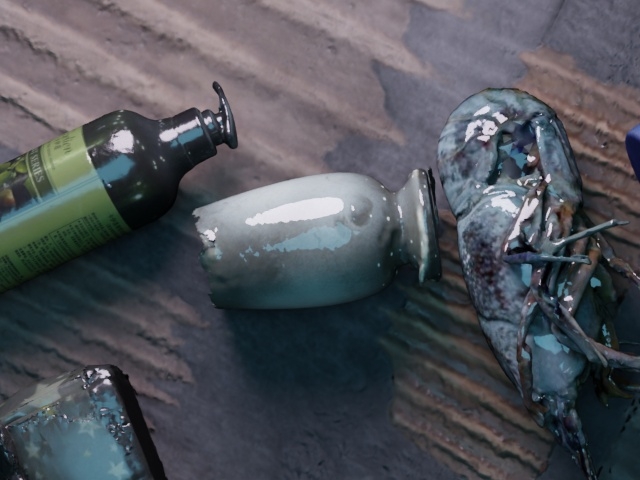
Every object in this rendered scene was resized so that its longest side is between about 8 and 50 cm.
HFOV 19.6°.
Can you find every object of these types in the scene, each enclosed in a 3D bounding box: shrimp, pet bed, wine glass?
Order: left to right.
[{"bbox_3d":[-0.204,0.221,1.519,0.159,0.183,0.211,-22,85,-2],"label":"pet bed"},{"bbox_3d":[0.000,0.000,1.547,0.204,0.111,0.111,-8,84,3],"label":"wine glass"},{"bbox_3d":[0.193,0.042,1.494,0.137,0.172,0.372,-24,76,-2],"label":"shrimp"}]

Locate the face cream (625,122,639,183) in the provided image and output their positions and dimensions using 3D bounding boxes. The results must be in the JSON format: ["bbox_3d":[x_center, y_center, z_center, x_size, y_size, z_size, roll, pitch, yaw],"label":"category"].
[{"bbox_3d":[0.395,-0.044,1.437,0.225,0.249,0.249,-35,82,2],"label":"face cream"}]

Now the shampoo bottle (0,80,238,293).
[{"bbox_3d":[-0.201,-0.044,1.579,0.283,0.101,0.101,-25,83,3],"label":"shampoo bottle"}]
